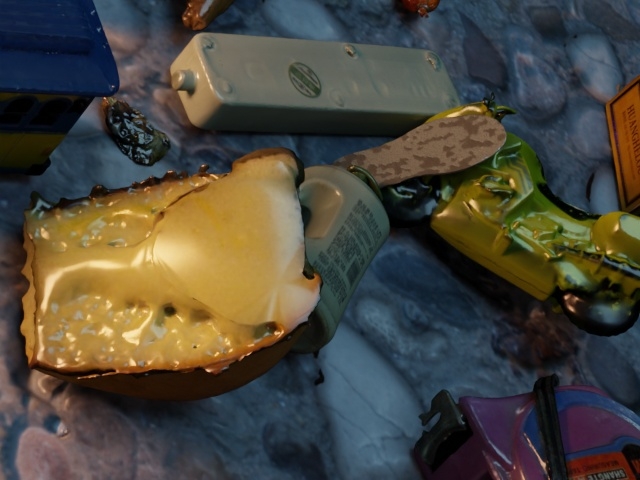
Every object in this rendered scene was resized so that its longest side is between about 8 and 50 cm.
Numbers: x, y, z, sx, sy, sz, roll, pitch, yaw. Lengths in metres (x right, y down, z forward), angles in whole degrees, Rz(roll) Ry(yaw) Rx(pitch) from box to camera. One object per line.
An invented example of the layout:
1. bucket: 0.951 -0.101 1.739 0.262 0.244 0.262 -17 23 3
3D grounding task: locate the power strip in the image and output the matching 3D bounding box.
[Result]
1. power strip: -0.006 -0.162 1.811 0.385 0.062 0.091 -2 62 -43

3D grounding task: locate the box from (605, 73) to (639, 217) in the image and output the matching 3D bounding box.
1. box: 0.509 -0.070 2.173 0.301 0.084 0.193 22 48 -28

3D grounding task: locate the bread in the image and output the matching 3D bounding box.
1. bread: -0.125 0.048 1.478 0.262 0.162 0.204 -8 59 3

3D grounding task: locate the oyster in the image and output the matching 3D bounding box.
1. oyster: -0.181 -0.111 1.651 0.083 0.019 0.054 45 42 -5

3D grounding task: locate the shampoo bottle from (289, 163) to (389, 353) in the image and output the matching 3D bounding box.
1. shampoo bottle: 0.000 0.000 1.675 0.118 0.087 0.234 42 41 -9

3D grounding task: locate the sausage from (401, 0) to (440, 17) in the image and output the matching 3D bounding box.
1. sausage: 0.118 -0.400 2.104 0.053 0.053 0.348 23 47 -27

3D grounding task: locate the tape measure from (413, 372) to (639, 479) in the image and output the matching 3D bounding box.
1. tape measure: 0.233 0.246 1.657 0.231 0.149 0.245 -2 54 -38

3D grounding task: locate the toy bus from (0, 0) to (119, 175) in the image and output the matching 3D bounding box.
1. toy bus: -0.334 -0.144 1.426 0.287 0.175 0.138 -2 61 -42

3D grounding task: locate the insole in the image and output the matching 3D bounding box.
1. insole: 0.101 -0.089 1.789 0.193 0.006 0.065 -19 65 -2

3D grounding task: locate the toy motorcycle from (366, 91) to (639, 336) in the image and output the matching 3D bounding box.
1. toy motorcycle: 0.217 -0.034 1.844 0.342 0.142 0.206 29 65 1

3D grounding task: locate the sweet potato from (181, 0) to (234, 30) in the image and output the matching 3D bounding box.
1. sweet potato: -0.109 -0.357 1.825 0.131 0.131 0.337 29 44 -22
